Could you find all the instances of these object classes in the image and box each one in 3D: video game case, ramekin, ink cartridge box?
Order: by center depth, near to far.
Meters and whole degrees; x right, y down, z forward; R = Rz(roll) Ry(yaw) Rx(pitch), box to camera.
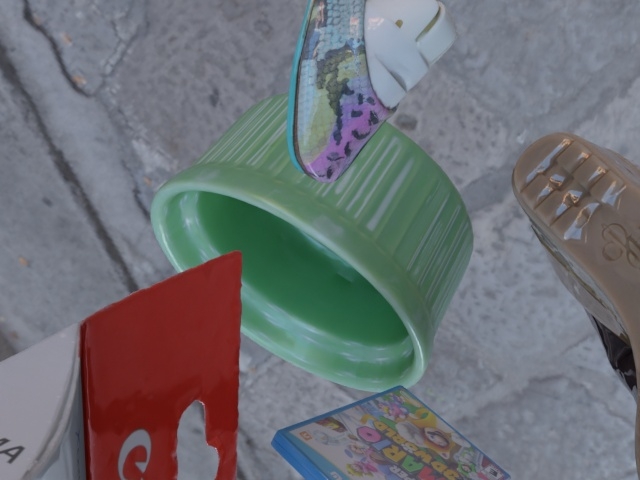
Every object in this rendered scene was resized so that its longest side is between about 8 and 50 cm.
[{"bbox_3d":[-0.124,0.208,0.422,0.091,0.385,0.308,15,115,28],"label":"ink cartridge box"},{"bbox_3d":[0.057,0.163,0.641,0.119,0.166,0.015,38,115,28],"label":"video game case"},{"bbox_3d":[0.000,0.000,0.852,0.303,0.148,0.303,27,152,15],"label":"ramekin"}]

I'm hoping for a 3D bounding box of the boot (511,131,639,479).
[{"bbox_3d":[0.186,0.069,0.354,0.090,0.248,0.207,-41,135,20],"label":"boot"}]

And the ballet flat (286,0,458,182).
[{"bbox_3d":[0.037,-0.137,0.466,0.079,0.221,0.077,2,160,23],"label":"ballet flat"}]
